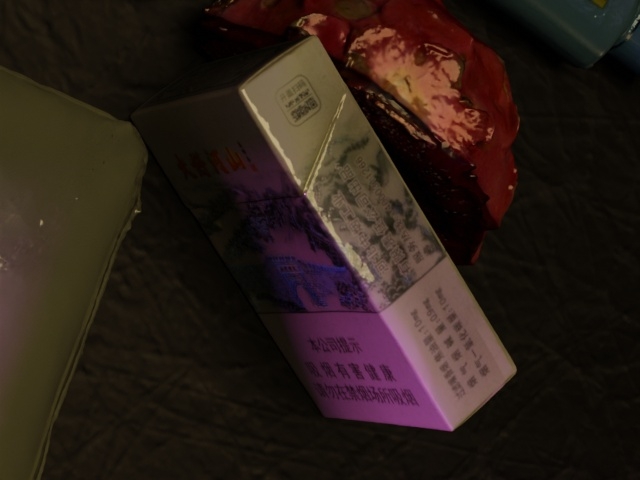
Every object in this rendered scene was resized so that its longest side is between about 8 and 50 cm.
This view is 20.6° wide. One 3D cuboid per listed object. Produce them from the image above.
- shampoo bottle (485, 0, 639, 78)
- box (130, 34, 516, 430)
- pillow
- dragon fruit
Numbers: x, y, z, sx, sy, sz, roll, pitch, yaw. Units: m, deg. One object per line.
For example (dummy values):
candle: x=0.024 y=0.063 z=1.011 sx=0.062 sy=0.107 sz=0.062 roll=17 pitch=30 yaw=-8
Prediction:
shampoo bottle: x=0.173 y=-0.201 z=1.312 sx=0.258 sy=0.061 sz=0.104 roll=31 pitch=74 yaw=-26
box: x=0.000 y=0.000 z=1.140 sx=0.069 sy=0.164 sz=0.256 roll=-39 pitch=106 yaw=-25
pillow: x=-0.252 y=0.038 z=1.012 sx=0.255 sy=0.120 sz=0.322 roll=23 pitch=74 yaw=-19
dragon fruit: x=0.048 y=-0.106 z=1.198 sx=0.261 sy=0.163 sz=0.189 roll=39 pitch=42 yaw=-22
